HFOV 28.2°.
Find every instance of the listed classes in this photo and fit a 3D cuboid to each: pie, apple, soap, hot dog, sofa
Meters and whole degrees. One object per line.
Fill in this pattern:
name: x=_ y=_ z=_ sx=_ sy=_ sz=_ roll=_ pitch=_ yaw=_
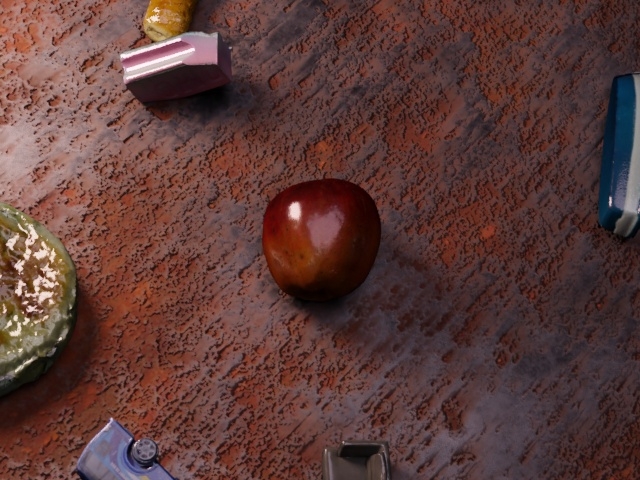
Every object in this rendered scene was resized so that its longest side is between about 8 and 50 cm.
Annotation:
pie: x=-0.456 y=0.075 z=1.629 sx=0.302 sy=0.067 sz=0.303 roll=6 pitch=62 yaw=-11
apple: x=0.004 y=0.000 z=1.732 sx=0.156 sy=0.147 sz=0.158 roll=9 pitch=60 yaw=-33
soap: x=-0.201 y=-0.249 z=1.835 sx=0.149 sy=0.100 sz=0.056 roll=-15 pitch=71 yaw=8
hot dog: x=-0.202 y=-0.417 z=1.949 sx=0.087 sy=0.061 sz=0.286 roll=19 pitch=61 yaw=-16
sofa: x=0.049 y=0.328 z=1.616 sx=0.085 sy=0.060 sz=0.147 roll=2 pitch=63 yaw=-11

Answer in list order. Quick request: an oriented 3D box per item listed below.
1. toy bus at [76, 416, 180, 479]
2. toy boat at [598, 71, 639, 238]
toy bus: x=-0.198 y=0.325 z=1.550 sx=0.236 sy=0.079 sz=0.094 roll=42 pitch=64 yaw=10
toy boat: x=0.468 y=-0.145 z=1.942 sx=0.061 sy=0.096 sz=0.299 roll=11 pitch=59 yaw=3
